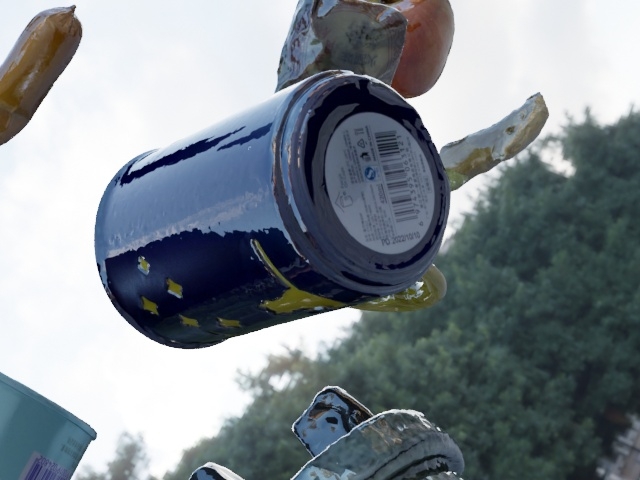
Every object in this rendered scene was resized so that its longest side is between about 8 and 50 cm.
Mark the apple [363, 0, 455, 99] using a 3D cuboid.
[{"bbox_3d":[0.106,-0.291,1.503,0.199,0.199,0.199,-50,-26,-36],"label":"apple"}]

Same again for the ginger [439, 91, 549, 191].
[{"bbox_3d":[0.151,-0.085,0.973,0.137,0.044,0.057,-31,-7,41],"label":"ginger"}]

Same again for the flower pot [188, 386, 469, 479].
[{"bbox_3d":[0.041,0.282,0.840,0.299,0.283,0.299,-39,-30,-29],"label":"flower pot"}]

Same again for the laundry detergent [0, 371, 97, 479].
[{"bbox_3d":[-0.385,0.236,0.894,0.305,0.287,0.287,-63,-21,-19],"label":"laundry detergent"}]

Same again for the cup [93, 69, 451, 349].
[{"bbox_3d":[-0.008,-0.021,0.850,0.255,0.256,0.178,-5,-97,-41],"label":"cup"}]

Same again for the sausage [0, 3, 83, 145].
[{"bbox_3d":[-0.299,-0.168,1.083,0.062,0.054,0.183,21,-66,-41],"label":"sausage"}]

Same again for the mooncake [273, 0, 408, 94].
[{"bbox_3d":[0.021,-0.195,1.122,0.073,0.125,0.129,-124,46,-71],"label":"mooncake"}]
